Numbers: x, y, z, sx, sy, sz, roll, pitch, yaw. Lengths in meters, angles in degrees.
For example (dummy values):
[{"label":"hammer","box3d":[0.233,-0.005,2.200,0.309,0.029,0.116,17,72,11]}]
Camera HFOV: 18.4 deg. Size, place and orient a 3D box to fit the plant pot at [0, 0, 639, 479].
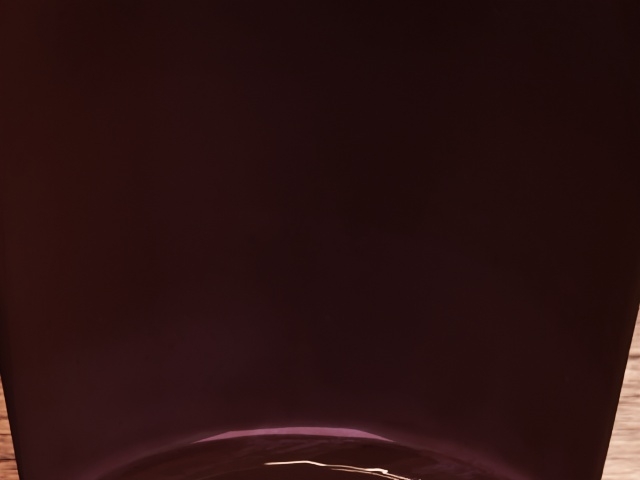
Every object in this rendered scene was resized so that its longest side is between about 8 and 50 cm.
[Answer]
[{"label":"plant pot","box3d":[0.000,0.000,0.758,0.323,0.280,0.323,0,144,0]}]
